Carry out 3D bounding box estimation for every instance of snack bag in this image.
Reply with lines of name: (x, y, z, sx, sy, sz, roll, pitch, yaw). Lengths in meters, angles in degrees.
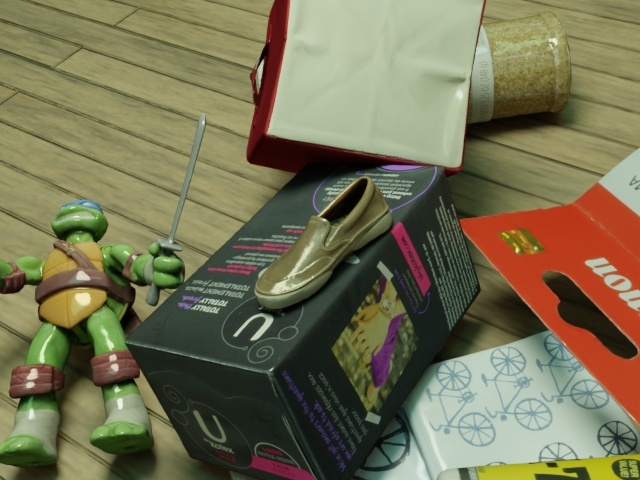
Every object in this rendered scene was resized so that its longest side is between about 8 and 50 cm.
snack bag: (0.107, 0.228, 0.702, 0.343, 0.037, 0.323, -15, 44, -5)

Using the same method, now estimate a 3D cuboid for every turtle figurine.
turtle figurine: (-0.229, 0.049, 0.808, 0.198, 0.275, 0.266, 6, 61, -29)

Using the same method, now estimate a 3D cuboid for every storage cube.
storage cube: (0.040, -0.159, 0.904, 0.215, 0.193, 0.183, 10, 86, -8)

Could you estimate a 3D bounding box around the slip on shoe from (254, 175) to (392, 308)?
slip on shoe: (0.000, 0.000, 0.696, 0.135, 0.041, 0.051, -35, 34, -24)

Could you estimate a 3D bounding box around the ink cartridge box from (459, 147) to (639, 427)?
ink cartridge box: (0.357, 0.002, 0.770, 0.385, 0.091, 0.308, -9, 37, -20)

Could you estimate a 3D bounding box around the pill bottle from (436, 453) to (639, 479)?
pill bottle: (0.186, 0.204, 0.602, 0.208, 0.119, 0.119, -5, 43, 4)

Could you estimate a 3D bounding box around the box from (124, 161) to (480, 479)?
box: (-0.002, 0.063, 0.782, 0.165, 0.143, 0.270, 5, 39, 39)

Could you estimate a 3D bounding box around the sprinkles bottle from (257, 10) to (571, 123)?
sprinkles bottle: (0.107, -0.187, 1.076, 0.355, 0.121, 0.121, -9, 43, 1)
